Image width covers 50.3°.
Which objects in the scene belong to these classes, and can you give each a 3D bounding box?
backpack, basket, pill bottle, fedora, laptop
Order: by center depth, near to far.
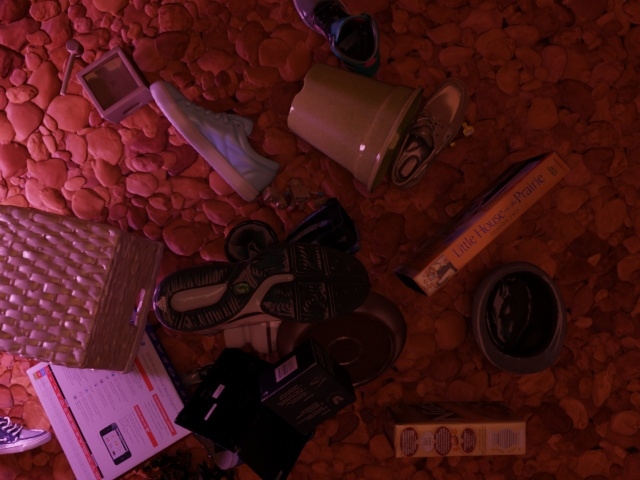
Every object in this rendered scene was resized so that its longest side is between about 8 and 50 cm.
[{"bbox_3d":[-0.577,0.107,1.527,0.331,0.266,0.328,12,81,9],"label":"basket"},{"bbox_3d":[-0.164,0.417,1.619,0.264,0.136,0.234,20,52,19],"label":"laptop"},{"bbox_3d":[-0.161,0.011,1.620,0.123,0.219,0.122,0,93,-4],"label":"pill bottle"},{"bbox_3d":[-0.083,0.186,1.660,0.302,0.169,0.169,-4,93,-4],"label":"pill bottle"},{"bbox_3d":[0.000,0.000,1.668,0.173,0.158,0.117,-33,113,12],"label":"backpack"},{"bbox_3d":[0.485,0.193,1.718,0.244,0.124,0.275,-1,84,-6],"label":"fedora"}]

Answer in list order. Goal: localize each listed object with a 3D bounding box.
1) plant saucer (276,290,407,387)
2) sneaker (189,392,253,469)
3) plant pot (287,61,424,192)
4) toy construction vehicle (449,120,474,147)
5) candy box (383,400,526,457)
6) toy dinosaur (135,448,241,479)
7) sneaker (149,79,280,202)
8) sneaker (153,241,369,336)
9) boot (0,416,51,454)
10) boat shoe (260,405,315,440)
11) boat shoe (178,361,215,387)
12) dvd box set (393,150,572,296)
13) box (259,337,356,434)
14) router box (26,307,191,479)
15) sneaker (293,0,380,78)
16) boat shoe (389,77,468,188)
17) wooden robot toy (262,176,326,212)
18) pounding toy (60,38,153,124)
[{"bbox_3d":[0.053,0.245,1.587,0.311,0.050,0.310,-3,123,-5],"label":"plant saucer"},{"bbox_3d":[-0.228,0.472,1.709,0.226,0.163,0.086,48,113,34],"label":"sneaker"},{"bbox_3d":[0.071,-0.290,1.621,0.254,0.276,0.276,27,91,7],"label":"plant pot"},{"bbox_3d":[0.338,-0.296,1.734,0.086,0.035,0.098,-34,86,-2],"label":"toy construction vehicle"},{"bbox_3d":[0.325,0.465,1.691,0.316,0.183,0.087,0,92,-4],"label":"candy box"},{"bbox_3d":[-0.324,0.617,1.699,0.218,0.164,0.322,-37,113,13],"label":"toy dinosaur"},{"bbox_3d":[-0.245,-0.268,1.653,0.150,0.135,0.366,-44,106,-2],"label":"sneaker"},{"bbox_3d":[-0.133,0.111,1.483,0.448,0.257,0.169,-5,82,-13],"label":"sneaker"},{"bbox_3d":[-0.765,0.473,1.677,0.190,0.069,0.086,-11,96,-1],"label":"boot"},{"bbox_3d":[-0.122,0.425,1.707,0.258,0.089,0.109,37,90,-5],"label":"boat shoe"},{"bbox_3d":[-0.303,0.341,1.717,0.125,0.038,0.046,-13,93,-3],"label":"boat shoe"},{"bbox_3d":[0.364,-0.037,1.611,0.420,0.307,0.062,-42,92,0],"label":"dvd box set"},{"bbox_3d":[-0.030,0.332,1.545,0.156,0.093,0.158,-36,120,12],"label":"box"},{"bbox_3d":[-0.491,0.382,1.638,0.301,0.082,0.335,-30,77,-2],"label":"router box"},{"bbox_3d":[0.041,-0.518,1.629,0.124,0.178,0.295,-42,94,-1],"label":"sneaker"},{"bbox_3d":[0.265,-0.261,1.672,0.109,0.098,0.302,34,100,9],"label":"boat shoe"},{"bbox_3d":[-0.070,-0.121,1.705,0.173,0.076,0.079,-1,52,-26],"label":"wooden robot toy"},{"bbox_3d":[-0.532,-0.389,1.647,0.181,0.094,0.206,-34,85,3],"label":"pounding toy"}]
